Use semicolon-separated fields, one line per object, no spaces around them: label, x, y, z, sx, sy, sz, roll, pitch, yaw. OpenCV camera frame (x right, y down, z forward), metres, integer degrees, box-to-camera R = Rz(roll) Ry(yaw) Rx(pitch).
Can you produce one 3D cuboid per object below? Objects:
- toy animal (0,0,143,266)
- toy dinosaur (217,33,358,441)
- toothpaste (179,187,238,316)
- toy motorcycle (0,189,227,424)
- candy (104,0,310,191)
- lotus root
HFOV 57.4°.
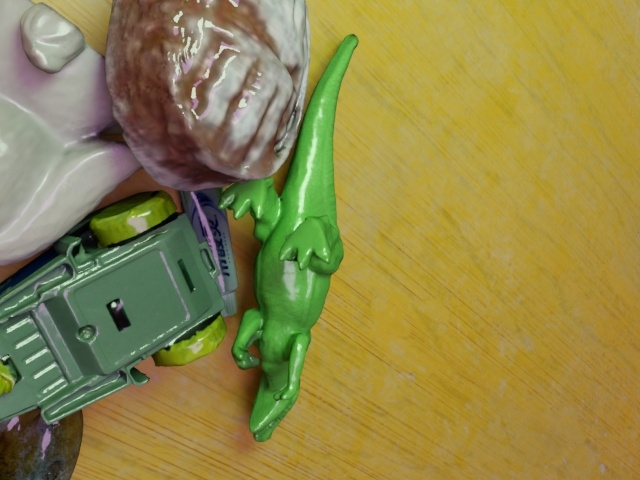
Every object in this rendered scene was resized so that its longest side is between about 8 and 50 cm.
toy animal;-0.329;-0.101;0.581;0.272;0.206;0.265;40;78;-30
toy dinosaur;0.000;0.000;0.825;0.374;0.144;0.500;83;26;-53
toothpaste;-0.152;-0.042;0.773;0.075;0.048;0.296;-15;104;-24
toy motorcycle;-0.286;0.084;0.657;0.326;0.200;0.191;-30;112;-30
candy;-0.102;-0.196;0.604;0.214;0.157;0.289;21;72;-52
lotus root;-0.357;0.271;0.709;0.113;0.088;0.192;15;94;-12
